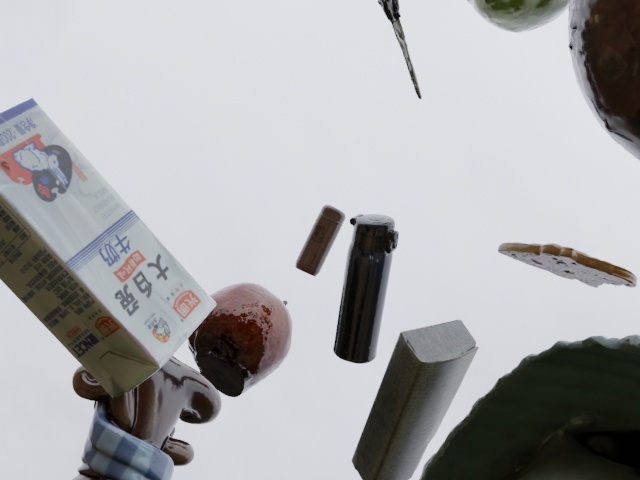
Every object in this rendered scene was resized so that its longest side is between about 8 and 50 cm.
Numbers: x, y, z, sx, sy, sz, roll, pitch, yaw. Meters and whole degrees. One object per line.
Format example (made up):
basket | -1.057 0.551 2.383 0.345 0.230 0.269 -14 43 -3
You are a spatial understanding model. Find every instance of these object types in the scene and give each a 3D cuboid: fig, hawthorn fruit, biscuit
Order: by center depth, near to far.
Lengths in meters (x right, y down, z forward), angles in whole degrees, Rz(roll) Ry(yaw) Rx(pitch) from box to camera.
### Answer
fig | 0.280 -0.398 1.129 0.206 0.275 0.206 11 -64 23
biscuit | 0.436 0.039 1.373 0.250 0.035 0.162 14 -17 31
hawthorn fruit | -0.150 0.185 1.567 0.215 0.249 0.215 33 -42 36

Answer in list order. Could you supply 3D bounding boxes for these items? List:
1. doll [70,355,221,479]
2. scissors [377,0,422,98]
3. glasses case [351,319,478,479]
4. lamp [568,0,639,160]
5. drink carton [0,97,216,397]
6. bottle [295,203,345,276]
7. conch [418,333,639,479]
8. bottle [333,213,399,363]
doll | -0.294 0.312 1.131 0.209 0.340 0.318 -12 -41 26
scissors | 0.148 -0.417 1.497 0.300 0.022 0.109 71 -15 -14
glasses case | 0.091 0.169 0.767 0.047 0.071 0.205 56 -36 40
lamp | 0.208 -0.112 0.398 0.157 0.156 0.135 31 -19 -31
drink carton | -0.269 0.010 0.840 0.106 0.130 0.315 -34 -80 38
bottle | 0.000 0.000 1.512 0.053 0.053 0.140 26 -93 1
conch | 0.160 0.203 0.304 0.215 0.303 0.319 12 -83 -24
bottle | 0.072 0.076 1.216 0.082 0.072 0.244 20 -64 30
